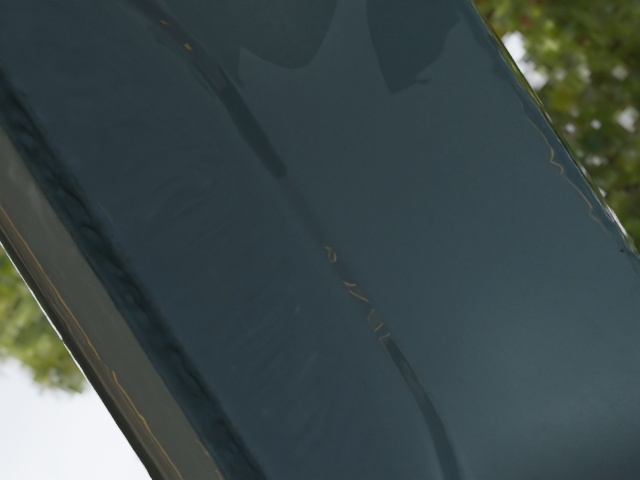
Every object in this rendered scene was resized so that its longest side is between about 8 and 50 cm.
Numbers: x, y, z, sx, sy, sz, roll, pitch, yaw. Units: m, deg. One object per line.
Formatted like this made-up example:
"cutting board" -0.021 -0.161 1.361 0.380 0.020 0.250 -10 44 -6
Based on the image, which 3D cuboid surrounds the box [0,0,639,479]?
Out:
"box" 0.000 0.000 0.454 0.130 0.227 0.162 -32 179 8
